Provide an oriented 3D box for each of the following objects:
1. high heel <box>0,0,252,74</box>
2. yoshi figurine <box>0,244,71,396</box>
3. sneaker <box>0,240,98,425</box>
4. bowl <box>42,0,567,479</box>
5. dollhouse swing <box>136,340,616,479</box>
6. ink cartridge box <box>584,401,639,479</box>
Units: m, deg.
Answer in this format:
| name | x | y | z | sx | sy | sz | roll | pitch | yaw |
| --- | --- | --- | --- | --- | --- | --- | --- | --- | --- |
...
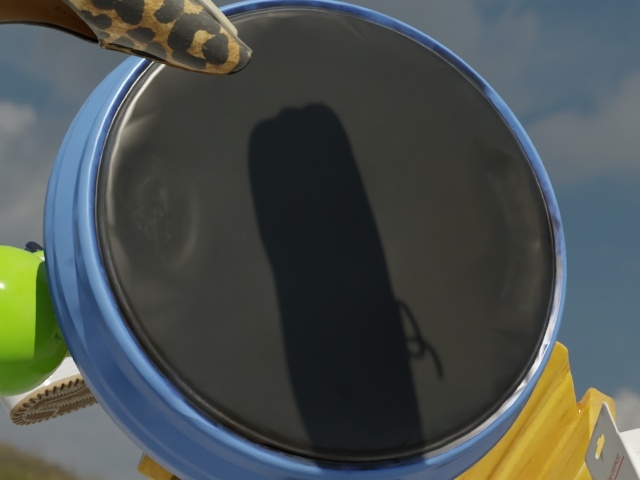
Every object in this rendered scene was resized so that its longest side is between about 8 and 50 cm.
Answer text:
| name | x | y | z | sx | sy | sz | roll | pitch | yaw |
| --- | --- | --- | --- | --- | --- | --- | --- | --- | --- |
| high heel | -0.182 | -0.090 | 0.870 | 0.261 | 0.186 | 0.093 | 27 | -14 | 7 |
| yoshi figurine | -0.334 | 0.063 | 1.298 | 0.362 | 0.203 | 0.203 | -8 | -48 | -13 |
| sneaker | -0.221 | 0.076 | 1.700 | 0.282 | 0.153 | 0.099 | -11 | -29 | -52 |
| bowl | 0.000 | 0.000 | 1.262 | 0.391 | 0.391 | 0.077 | 8 | -23 | -19 |
| dollhouse swing | 0.058 | 0.186 | 1.426 | 0.347 | 0.315 | 0.305 | 32 | 2 | -6 |
| ink cartridge box | 0.142 | 0.111 | 0.738 | 0.028 | 0.083 | 0.048 | -9 | -39 | -14 |
